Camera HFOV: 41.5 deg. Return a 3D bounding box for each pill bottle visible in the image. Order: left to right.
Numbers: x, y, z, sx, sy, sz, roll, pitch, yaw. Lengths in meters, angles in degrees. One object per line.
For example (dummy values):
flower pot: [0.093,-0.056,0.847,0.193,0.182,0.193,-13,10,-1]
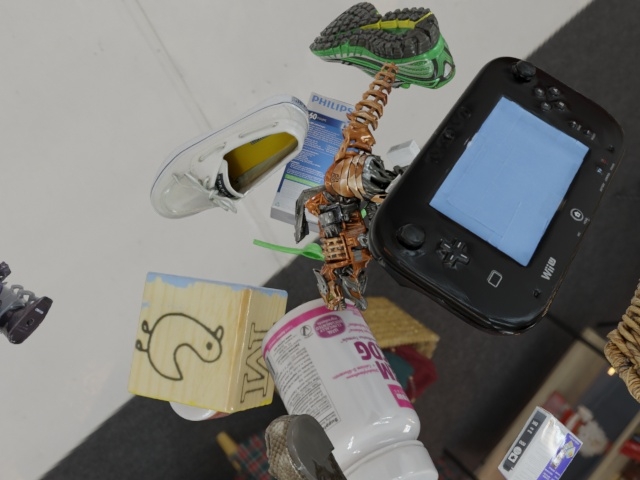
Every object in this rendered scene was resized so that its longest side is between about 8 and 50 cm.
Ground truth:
pill bottle: [-0.227,0.311,1.763,0.121,0.121,0.216,-50,166,-1]
pill bottle: [0.040,0.233,1.180,0.160,0.283,0.160,-20,147,-14]

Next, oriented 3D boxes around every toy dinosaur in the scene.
toy dinosaur: [0.078,-0.064,1.132,0.218,0.164,0.322,7,114,-2]

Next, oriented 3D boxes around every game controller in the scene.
game controller: [0.174,-0.053,0.786,0.319,0.166,0.067,-53,164,-35]

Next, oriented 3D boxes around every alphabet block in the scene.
alphabet block: [-0.180,0.164,1.396,0.193,0.192,0.197,18,80,-70]

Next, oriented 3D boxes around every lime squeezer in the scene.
lime squeezer: [0.000,0.000,2.031,0.310,0.059,0.110,-18,94,-8]

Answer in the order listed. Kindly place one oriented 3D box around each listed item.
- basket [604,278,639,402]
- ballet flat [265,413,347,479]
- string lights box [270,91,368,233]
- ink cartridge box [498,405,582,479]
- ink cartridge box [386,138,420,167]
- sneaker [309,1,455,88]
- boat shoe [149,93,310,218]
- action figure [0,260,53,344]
basket: [0.487,0.202,1.035,0.299,0.213,0.223,35,74,-19]
ballet flat: [0.012,0.279,0.839,0.250,0.058,0.084,61,32,-16]
string lights box: [0.002,-0.153,1.692,0.077,0.133,0.260,109,0,-74]
ink cartridge box: [0.444,0.468,1.755,0.208,0.045,0.206,-56,137,-6]
ink cartridge box: [0.197,-0.155,1.801,0.115,0.062,0.029,54,45,-23]
sneaker: [0.105,-0.338,1.552,0.134,0.343,0.146,-46,127,-12]
boat shoe: [-0.173,-0.114,1.536,0.367,0.157,0.136,-27,125,22]
action figure: [-0.509,0.052,1.204,0.185,0.285,0.099,28,92,-54]
